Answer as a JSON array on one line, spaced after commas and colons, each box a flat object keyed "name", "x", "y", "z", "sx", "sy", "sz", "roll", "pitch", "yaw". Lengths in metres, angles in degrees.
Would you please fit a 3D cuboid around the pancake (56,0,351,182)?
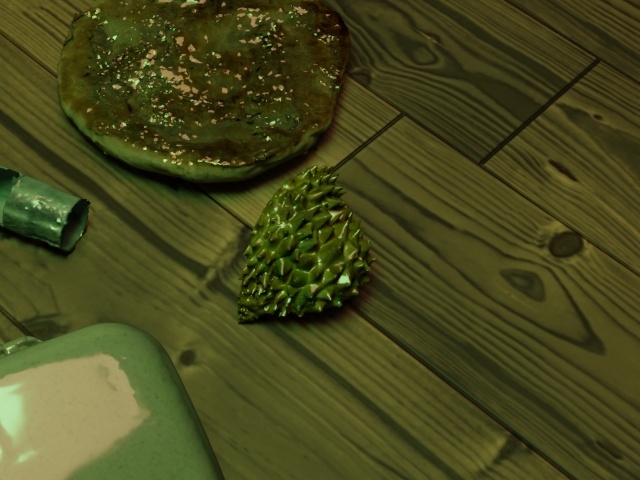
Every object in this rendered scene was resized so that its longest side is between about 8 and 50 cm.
[{"name": "pancake", "x": -0.132, "y": -0.202, "z": 1.358, "sx": 0.356, "sy": 0.065, "sz": 0.356, "roll": 4, "pitch": 53, "yaw": -5}]

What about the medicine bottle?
[{"name": "medicine bottle", "x": -0.264, "y": 0.230, "z": 0.941, "sx": 0.375, "sy": 0.123, "sz": 0.282, "roll": -21, "pitch": 80, "yaw": -22}]

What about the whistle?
[{"name": "whistle", "x": -0.388, "y": -0.070, "z": 1.227, "sx": 0.312, "sy": 0.062, "sz": 0.062, "roll": 21, "pitch": 53, "yaw": 10}]

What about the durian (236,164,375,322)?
[{"name": "durian", "x": 0.003, "y": 0.002, "z": 1.178, "sx": 0.108, "sy": 0.119, "sz": 0.187, "roll": 24, "pitch": 52, "yaw": 17}]
